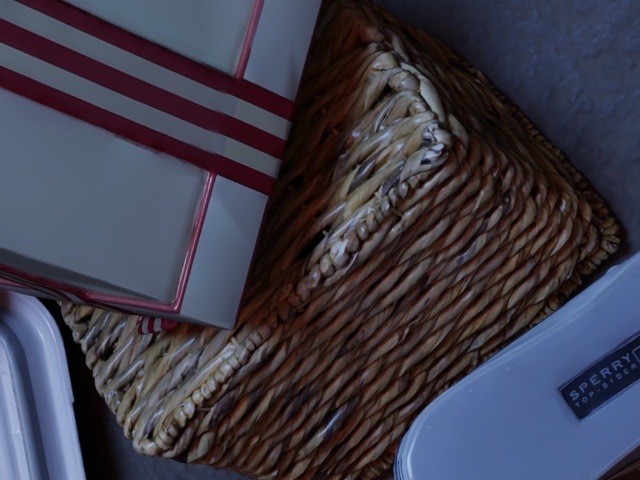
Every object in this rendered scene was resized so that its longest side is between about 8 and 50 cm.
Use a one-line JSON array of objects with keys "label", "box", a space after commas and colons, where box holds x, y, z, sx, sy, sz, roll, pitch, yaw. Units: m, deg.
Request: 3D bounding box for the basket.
[{"label": "basket", "box": [0.000, 0.000, 1.295, 0.299, 0.223, 0.213, -47, 52, 17]}]

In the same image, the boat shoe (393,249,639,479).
[{"label": "boat shoe", "box": [0.205, 0.084, 1.235, 0.367, 0.156, 0.136, -32, 84, -11]}]

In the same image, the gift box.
[{"label": "gift box", "box": [-0.165, -0.098, 1.147, 0.276, 0.258, 0.255, 14, 84, 52]}]

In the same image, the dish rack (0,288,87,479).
[{"label": "dish rack", "box": [-0.294, 0.211, 1.389, 0.285, 0.072, 0.333, -10, 91, 26]}]
